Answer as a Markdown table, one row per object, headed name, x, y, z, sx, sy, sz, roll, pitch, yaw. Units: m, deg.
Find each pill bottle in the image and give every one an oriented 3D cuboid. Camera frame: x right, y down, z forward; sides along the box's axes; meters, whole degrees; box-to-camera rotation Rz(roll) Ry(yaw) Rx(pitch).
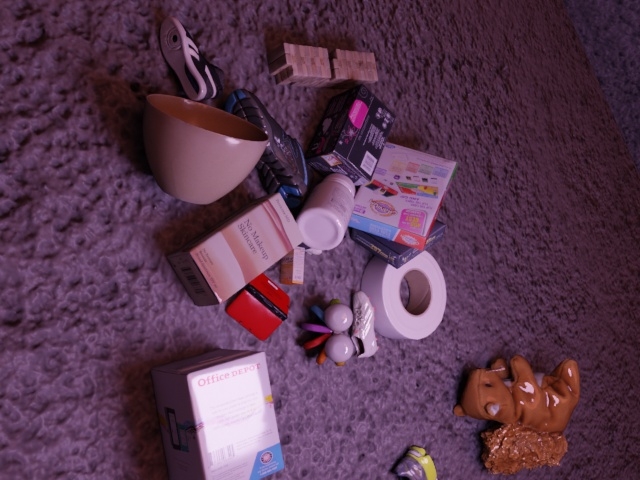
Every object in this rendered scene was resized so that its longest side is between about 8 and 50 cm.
| name | x | y | z | sx | sy | sz | roll | pitch | yaw |
| --- | --- | --- | --- | --- | --- | --- | --- | --- | --- |
| pill bottle | 0.023 | -0.086 | 1.622 | 0.131 | 0.131 | 0.229 | 54 | 31 | -20 |

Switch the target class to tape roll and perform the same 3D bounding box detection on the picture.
| name | x | y | z | sx | sy | sz | roll | pitch | yaw |
| --- | --- | --- | --- | --- | --- | --- | --- | --- | --- |
| tape roll | 0.258 | 0.160 | 1.841 | 0.286 | 0.100 | 0.285 | 6 | 81 | -37 |

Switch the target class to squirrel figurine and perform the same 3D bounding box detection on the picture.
| name | x | y | z | sx | sy | sz | roll | pitch | yaw |
| --- | --- | --- | --- | --- | --- | --- | --- | --- | --- |
| squirrel figurine | 0.637 | 0.580 | 1.986 | 0.371 | 0.281 | 0.396 | 5 | 78 | -32 |

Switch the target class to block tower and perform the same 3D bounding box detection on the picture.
| name | x | y | z | sx | sy | sz | roll | pitch | yaw |
| --- | --- | --- | --- | --- | --- | --- | --- | --- | --- |
| block tower | 0.012 | -0.500 | 1.740 | 0.336 | 0.097 | 0.090 | -8 | 89 | -37 |

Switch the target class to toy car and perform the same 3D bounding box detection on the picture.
| name | x | y | z | sx | sy | sz | roll | pitch | yaw |
| --- | --- | --- | --- | --- | --- | --- | --- | --- | --- |
| toy car | 0.016 | 0.249 | 1.625 | 0.137 | 0.159 | 0.181 | 0 | 83 | -2 |

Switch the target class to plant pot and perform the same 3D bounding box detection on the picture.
| name | x | y | z | sx | sy | sz | roll | pitch | yaw |
| --- | --- | --- | --- | --- | --- | --- | --- | --- | --- |
| plant pot | -0.281 | -0.195 | 1.378 | 0.284 | 0.284 | 0.190 | 6 | 113 | -38 |

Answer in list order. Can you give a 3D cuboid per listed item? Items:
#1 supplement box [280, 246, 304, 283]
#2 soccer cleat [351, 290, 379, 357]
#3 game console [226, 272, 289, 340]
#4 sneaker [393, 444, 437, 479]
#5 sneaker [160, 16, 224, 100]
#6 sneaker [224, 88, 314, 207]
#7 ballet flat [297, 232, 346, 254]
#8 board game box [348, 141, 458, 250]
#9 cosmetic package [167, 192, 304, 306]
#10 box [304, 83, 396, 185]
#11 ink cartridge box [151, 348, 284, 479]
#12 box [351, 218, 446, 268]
| name | x | y | z | sx | sy | sz | roll | pitch | yaw |
| --- | --- | --- | --- | --- | --- | --- | --- | --- | --- |
| supplement box | -0.076 | 0.068 | 1.610 | 0.036 | 0.062 | 0.098 | 10 | 77 | -36 |
| soccer cleat | 0.120 | 0.245 | 1.742 | 0.076 | 0.068 | 0.196 | -13 | 95 | -36 |
| game console | -0.160 | 0.164 | 1.561 | 0.144 | 0.085 | 0.124 | 45 | 28 | -26 |
| sneaker | 0.301 | 0.775 | 1.801 | 0.121 | 0.111 | 0.299 | -24 | 94 | -28 |
| sneaker | -0.312 | -0.446 | 1.494 | 0.121 | 0.079 | 0.216 | -20 | 87 | -58 |
| sneaker | -0.134 | -0.251 | 1.592 | 0.340 | 0.125 | 0.139 | 61 | 35 | -21 |
| ballet flat | 0.000 | 0.000 | 1.677 | 0.203 | 0.074 | 0.074 | -24 | 99 | -40 |
| board game box | 0.243 | -0.141 | 1.780 | 0.064 | 0.242 | 0.316 | 88 | 26 | -53 |
| cosmetic package | -0.201 | 0.019 | 1.473 | 0.296 | 0.129 | 0.153 | -40 | 107 | -36 |
| box | 0.088 | -0.296 | 1.741 | 0.163 | 0.142 | 0.247 | 37 | 64 | -31 |
| ink cartridge box | -0.234 | 0.398 | 1.350 | 0.198 | 0.197 | 0.269 | -9 | 90 | -39 |
| box | 0.235 | -0.026 | 1.799 | 0.233 | 0.183 | 0.059 | -30 | 142 | -36 |
